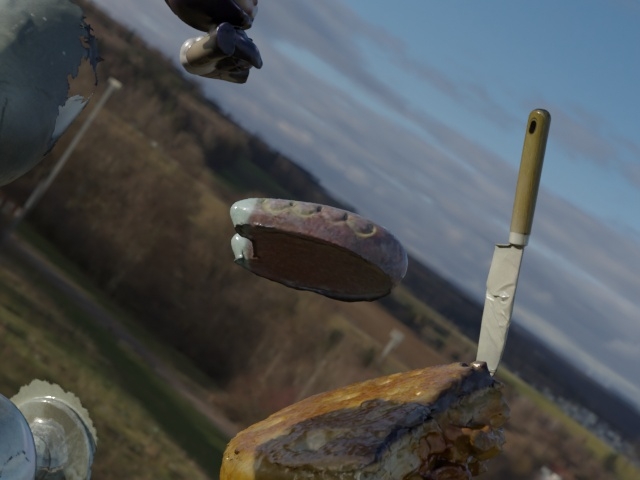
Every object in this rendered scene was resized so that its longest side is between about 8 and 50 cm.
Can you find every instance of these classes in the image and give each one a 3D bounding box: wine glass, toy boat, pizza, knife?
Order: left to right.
[{"bbox_3d":[-0.288,-0.074,0.973,0.143,0.321,0.143,19,-44,19],"label":"wine glass"},{"bbox_3d":[-0.492,0.313,1.916,0.238,0.238,0.323,35,6,22],"label":"wine glass"},{"bbox_3d":[0.000,0.000,1.668,0.227,0.085,0.155,15,-31,6],"label":"toy boat"},{"bbox_3d":[0.038,0.194,1.248,0.409,0.277,0.114,-176,-108,-78],"label":"pizza"},{"bbox_3d":[0.190,0.014,1.344,0.017,0.298,0.047,6,5,-43],"label":"knife"}]

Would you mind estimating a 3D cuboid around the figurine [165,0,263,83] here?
[{"bbox_3d":[-0.144,-0.315,1.710,0.145,0.222,0.145,-5,-15,-1],"label":"figurine"}]
